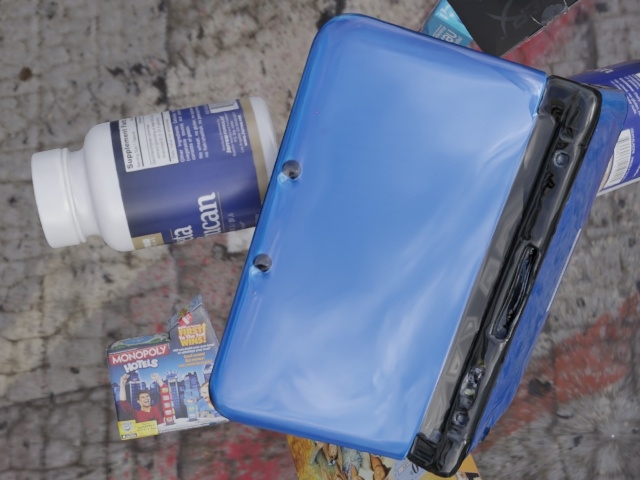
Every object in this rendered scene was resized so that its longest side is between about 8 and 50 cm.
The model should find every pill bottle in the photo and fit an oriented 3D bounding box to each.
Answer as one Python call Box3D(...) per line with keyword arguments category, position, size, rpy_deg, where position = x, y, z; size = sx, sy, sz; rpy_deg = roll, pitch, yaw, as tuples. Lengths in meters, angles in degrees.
Box3D(category="pill bottle", position=(-0.115, -0.044, 0.713), size=(0.169, 0.094, 0.094), rpy_deg=(-11, 75, -7))
Box3D(category="pill bottle", position=(0.373, -0.144, 1.247), size=(0.265, 0.153, 0.153), rpy_deg=(-18, 69, -31))

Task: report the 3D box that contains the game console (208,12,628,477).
Box3D(category="game console", position=(0.082, 0.002, 0.730), size=(0.173, 0.250, 0.293), rpy_deg=(24, 107, 19))

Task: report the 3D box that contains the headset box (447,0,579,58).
Box3D(category="headset box", position=(0.279, -0.322, 1.046), size=(0.293, 0.218, 0.110), rpy_deg=(-38, 92, -32))

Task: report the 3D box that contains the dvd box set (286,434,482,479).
Box3D(category="dvd box set", position=(0.080, 0.323, 1.497), size=(0.307, 0.062, 0.420), rpy_deg=(-49, 43, 32))

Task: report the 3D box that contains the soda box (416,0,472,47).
Box3D(category="soda box", position=(0.193, -0.324, 1.556), size=(0.071, 0.210, 0.067), rpy_deg=(31, 78, -4))

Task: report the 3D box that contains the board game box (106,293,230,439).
Box3D(category="board game box", position=(-0.216, 0.185, 1.487), size=(0.194, 0.060, 0.194), rpy_deg=(-8, 103, -9))
